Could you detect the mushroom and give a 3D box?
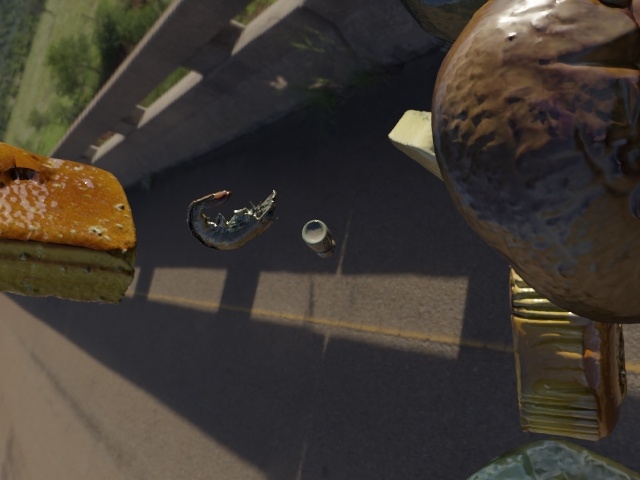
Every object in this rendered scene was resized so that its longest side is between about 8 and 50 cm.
[{"bbox_3d":[0.186,-0.068,0.424,0.153,0.253,0.253,-24,54,53],"label":"mushroom"}]

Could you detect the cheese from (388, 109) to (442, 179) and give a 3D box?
[{"bbox_3d":[0.354,-0.188,1.657,0.104,0.384,0.384,-52,29,7],"label":"cheese"}]

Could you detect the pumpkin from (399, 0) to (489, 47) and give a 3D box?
[{"bbox_3d":[0.221,-0.366,0.736,0.241,0.323,0.323,28,100,58],"label":"pumpkin"}]

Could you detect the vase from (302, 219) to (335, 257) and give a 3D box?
[{"bbox_3d":[0.000,0.000,1.305,0.100,0.053,0.053,52,-135,-67],"label":"vase"}]

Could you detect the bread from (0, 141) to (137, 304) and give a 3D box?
[{"bbox_3d":[-0.347,-0.026,0.770,0.110,0.234,0.184,-58,43,27],"label":"bread"}]

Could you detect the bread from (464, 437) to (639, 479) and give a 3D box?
[{"bbox_3d":[0.255,0.370,0.742,0.264,0.395,0.239,43,150,39],"label":"bread"}]

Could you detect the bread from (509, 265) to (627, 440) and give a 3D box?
[{"bbox_3d":[0.369,0.148,0.971,0.156,0.204,0.288,-3,86,22],"label":"bread"}]

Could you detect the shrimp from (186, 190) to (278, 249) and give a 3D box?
[{"bbox_3d":[-0.213,-0.060,1.532,0.253,0.173,0.058,-37,29,36],"label":"shrimp"}]
